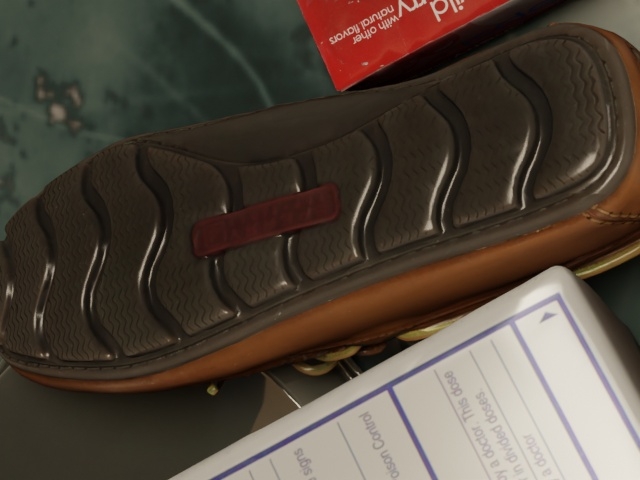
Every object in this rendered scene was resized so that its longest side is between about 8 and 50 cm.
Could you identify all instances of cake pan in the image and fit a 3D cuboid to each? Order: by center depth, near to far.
[{"bbox_3d":[-0.088,0.165,0.920,0.293,0.054,0.293,2,97,20],"label":"cake pan"}]

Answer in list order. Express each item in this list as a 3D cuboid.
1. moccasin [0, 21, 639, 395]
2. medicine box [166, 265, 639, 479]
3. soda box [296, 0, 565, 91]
[{"bbox_3d":[-0.001,-0.003,0.801,0.380,0.147,0.139,-21,65,23],"label":"moccasin"},{"bbox_3d":[0.059,0.201,0.737,0.289,0.149,0.263,-30,70,11],"label":"medicine box"},{"bbox_3d":[0.113,-0.167,0.793,0.263,0.083,0.092,-26,86,21],"label":"soda box"}]
